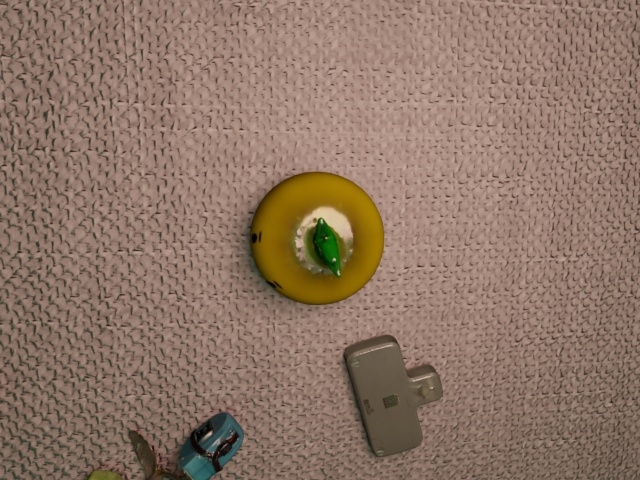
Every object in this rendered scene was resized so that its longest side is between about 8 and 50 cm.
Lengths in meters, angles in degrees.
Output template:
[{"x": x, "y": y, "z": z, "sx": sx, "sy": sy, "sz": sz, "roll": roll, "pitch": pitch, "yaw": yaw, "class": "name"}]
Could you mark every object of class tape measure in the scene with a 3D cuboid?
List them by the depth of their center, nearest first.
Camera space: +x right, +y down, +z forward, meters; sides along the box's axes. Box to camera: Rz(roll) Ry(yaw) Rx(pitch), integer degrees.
[{"x": -0.220, "y": 0.421, "z": 0.841, "sx": 0.125, "sy": 0.146, "sz": 0.081, "roll": -38, "pitch": 100, "yaw": -19, "class": "tape measure"}]

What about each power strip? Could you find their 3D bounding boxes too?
[{"x": 0.175, "y": 0.340, "z": 0.921, "sx": 0.194, "sy": 0.059, "sz": 0.264, "roll": -15, "pitch": 98, "yaw": -2, "class": "power strip"}]

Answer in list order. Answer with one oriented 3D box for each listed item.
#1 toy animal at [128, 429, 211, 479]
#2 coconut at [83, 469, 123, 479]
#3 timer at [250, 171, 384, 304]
[{"x": -0.357, "y": 0.510, "z": 0.852, "sx": 0.155, "sy": 0.095, "sz": 0.219, "roll": -43, "pitch": 99, "yaw": -6, "class": "toy animal"}, {"x": -0.459, "y": 0.522, "z": 0.846, "sx": 0.096, "sy": 0.088, "sz": 0.087, "roll": 4, "pitch": 96, "yaw": -13, "class": "coconut"}, {"x": 0.000, "y": 0.000, "z": 0.754, "sx": 0.285, "sy": 0.285, "sz": 0.285, "roll": -1, "pitch": 96, "yaw": -8, "class": "timer"}]
